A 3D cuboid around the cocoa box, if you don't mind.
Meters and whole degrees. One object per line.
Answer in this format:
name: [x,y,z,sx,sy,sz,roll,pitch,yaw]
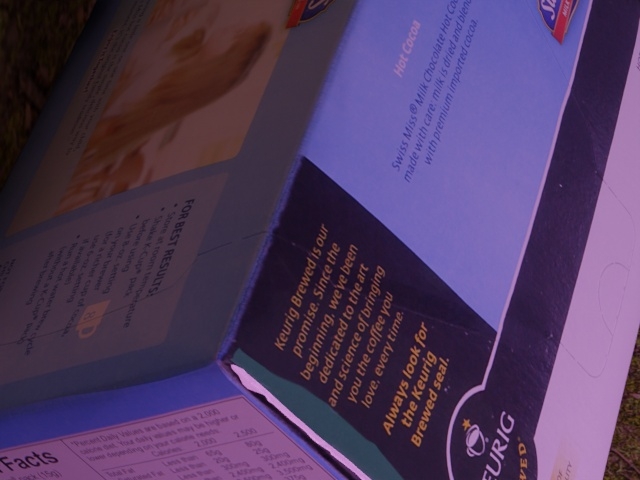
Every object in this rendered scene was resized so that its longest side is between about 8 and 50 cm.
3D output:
cocoa box: [0.000,0.000,0.868,0.228,0.231,0.347,44,49,-30]
